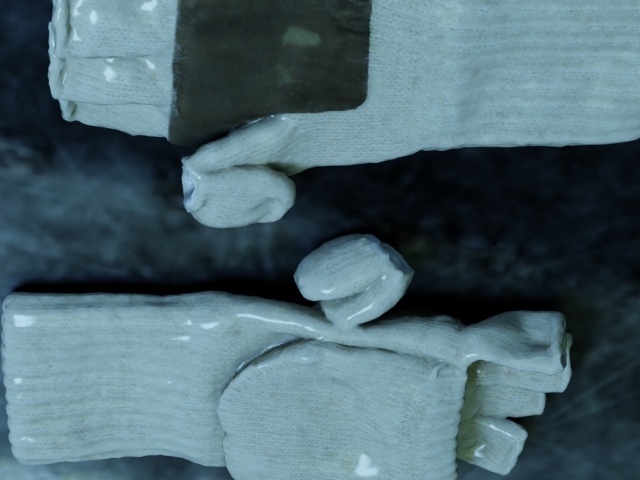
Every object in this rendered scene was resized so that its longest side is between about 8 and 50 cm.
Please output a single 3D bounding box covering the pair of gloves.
[{"bbox_3d":[0.000,0.000,0.633,0.204,0.042,0.240,7,124,-10],"label":"pair of gloves"}]
